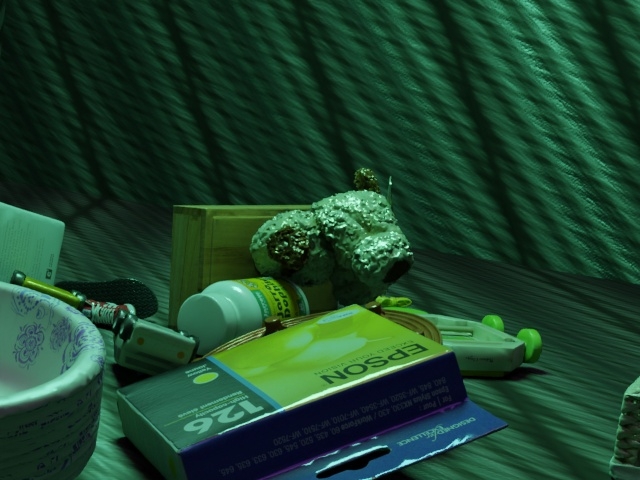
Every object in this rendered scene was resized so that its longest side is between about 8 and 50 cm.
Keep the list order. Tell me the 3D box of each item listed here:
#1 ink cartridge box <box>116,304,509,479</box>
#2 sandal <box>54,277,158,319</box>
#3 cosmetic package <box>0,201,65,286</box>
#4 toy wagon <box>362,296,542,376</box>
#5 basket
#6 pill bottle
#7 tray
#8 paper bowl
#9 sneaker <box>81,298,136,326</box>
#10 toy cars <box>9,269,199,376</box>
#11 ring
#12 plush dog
[{"bbox_3d":[-0.022,0.164,1.193,0.303,0.072,0.307,-17,13,-22],"label":"ink cartridge box"},{"bbox_3d":[-0.353,0.093,1.953,0.179,0.067,0.040,5,-6,4],"label":"sandal"},{"bbox_3d":[-0.572,0.005,1.674,0.230,0.162,0.453,8,-5,14],"label":"cosmetic package"},{"bbox_3d":[0.188,0.155,1.964,0.267,0.068,0.344,5,6,-22],"label":"toy wagon"},{"bbox_3d":[0.411,0.223,1.387,0.113,0.103,0.167,8,7,22],"label":"basket"},{"bbox_3d":[-0.115,0.115,1.743,0.117,0.118,0.208,10,6,30],"label":"pill bottle"},{"bbox_3d":[-0.098,0.043,2.013,0.076,0.203,0.411,6,4,31],"label":"tray"},{"bbox_3d":[-0.323,0.140,0.970,0.284,0.148,0.284,7,18,-2],"label":"paper bowl"},{"bbox_3d":[-0.337,0.115,1.845,0.067,0.042,0.118,8,-3,-34],"label":"sneaker"},{"bbox_3d":[-0.309,0.123,1.603,0.393,0.087,0.176,16,-6,34],"label":"toy cars"},{"bbox_3d":[-0.017,0.142,1.452,0.336,0.032,0.336,-11,16,3],"label":"ring"},{"bbox_3d":[0.000,0.000,1.865,0.225,0.211,0.262,-10,-11,-13],"label":"plush dog"}]
